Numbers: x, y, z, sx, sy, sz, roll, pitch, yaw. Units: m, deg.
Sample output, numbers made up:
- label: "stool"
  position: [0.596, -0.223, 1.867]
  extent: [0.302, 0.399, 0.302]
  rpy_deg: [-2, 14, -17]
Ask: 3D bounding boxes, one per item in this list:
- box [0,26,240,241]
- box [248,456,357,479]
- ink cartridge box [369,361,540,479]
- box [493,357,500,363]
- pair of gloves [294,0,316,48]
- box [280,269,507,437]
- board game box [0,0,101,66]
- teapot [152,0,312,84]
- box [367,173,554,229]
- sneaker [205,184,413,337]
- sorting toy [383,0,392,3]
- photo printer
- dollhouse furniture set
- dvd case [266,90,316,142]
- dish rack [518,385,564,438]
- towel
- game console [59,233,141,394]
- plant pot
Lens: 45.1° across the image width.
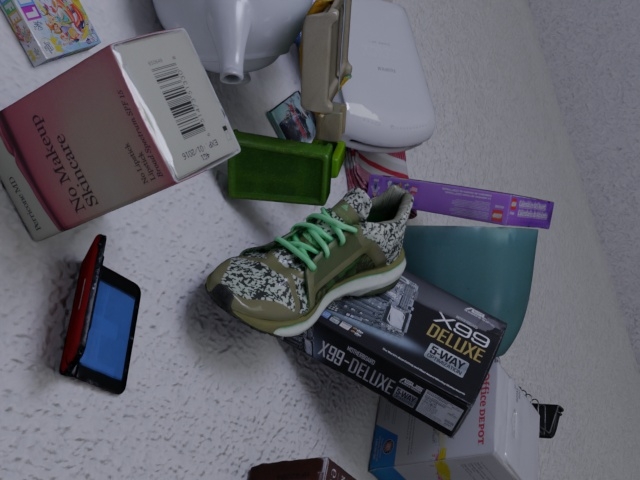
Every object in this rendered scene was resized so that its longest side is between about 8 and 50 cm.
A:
- label: "box"
  position: [-0.231, -0.111, 0.836]
  extent: [0.127, 0.232, 0.149]
  rpy_deg: [-40, 108, -55]
- label: "box"
  position: [0.047, 0.473, 1.062]
  extent: [0.381, 0.143, 0.191]
  rpy_deg: [47, 39, -36]
- label: "ink cartridge box"
  position: [0.233, 0.341, 1.314]
  extent: [0.168, 0.232, 0.171]
  rpy_deg: [48, 40, -32]
- label: "box"
  position: [0.380, 0.295, 1.752]
  extent: [0.081, 0.028, 0.136]
  rpy_deg: [50, 36, -30]
- label: "pair of gloves"
  position: [-0.015, -0.379, 1.314]
  extent: [0.198, 0.023, 0.159]
  rpy_deg: [-28, 94, -59]
- label: "box"
  position: [0.121, 0.143, 1.219]
  extent: [0.307, 0.077, 0.242]
  rpy_deg: [28, 33, 13]
- label: "board game box"
  position: [-0.347, -0.299, 0.946]
  extent: [0.154, 0.026, 0.103]
  rpy_deg: [64, 34, -13]
- label: "teapot"
  position: [-0.125, -0.327, 1.137]
  extent: [0.256, 0.252, 0.187]
  rpy_deg: [-23, 118, -42]
- label: "box"
  position: [0.262, -0.074, 1.450]
  extent: [0.200, 0.293, 0.057]
  rpy_deg: [1, 99, -53]
- label: "sneaker"
  position: [0.000, 0.000, 1.116]
  extent: [0.158, 0.182, 0.410]
  rpy_deg: [36, 33, 25]
- label: "sorting toy"
  position: [0.164, -0.536, 1.824]
  extent: [0.075, 0.044, 0.083]
  rpy_deg: [37, 45, -52]
- label: "photo printer"
  position: [0.088, -0.315, 1.477]
  extent: [0.255, 0.107, 0.308]
  rpy_deg: [-1, 72, -38]
- label: "dollhouse furniture set"
  position: [-0.041, -0.230, 1.150]
  extent: [0.198, 0.151, 0.302]
  rpy_deg: [-69, 165, -58]
- label: "dvd case"
  position: [-0.046, -0.209, 1.368]
  extent: [0.087, 0.013, 0.119]
  rpy_deg: [62, 32, -15]
- label: "dish rack"
  position: [0.327, 0.320, 1.505]
  extent: [0.271, 0.208, 0.074]
  rpy_deg: [36, 58, -41]
- label: "towel"
  position: [0.117, -0.222, 1.601]
  extent: [0.237, 0.037, 0.329]
  rpy_deg: [18, 60, -53]
- label: "game console"
  position: [-0.238, 0.085, 0.874]
  extent: [0.085, 0.124, 0.144]
  rpy_deg: [15, 58, -23]
- label: "plant pot"
  position: [0.254, 0.094, 1.439]
  extent: [0.293, 0.292, 0.235]
  rpy_deg: [1, 90, -56]
